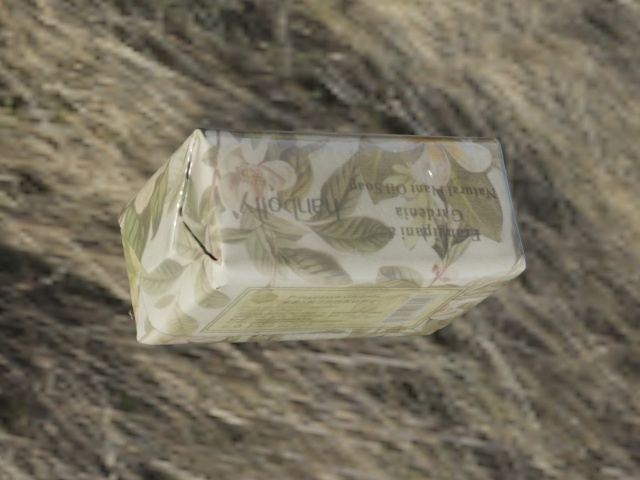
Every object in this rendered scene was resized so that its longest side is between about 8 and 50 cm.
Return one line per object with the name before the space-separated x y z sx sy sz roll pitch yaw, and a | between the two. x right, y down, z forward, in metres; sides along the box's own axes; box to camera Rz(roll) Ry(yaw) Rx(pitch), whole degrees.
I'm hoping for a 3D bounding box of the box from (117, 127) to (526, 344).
box | 0.000 0.000 0.534 0.098 0.062 0.045 2 67 -30
